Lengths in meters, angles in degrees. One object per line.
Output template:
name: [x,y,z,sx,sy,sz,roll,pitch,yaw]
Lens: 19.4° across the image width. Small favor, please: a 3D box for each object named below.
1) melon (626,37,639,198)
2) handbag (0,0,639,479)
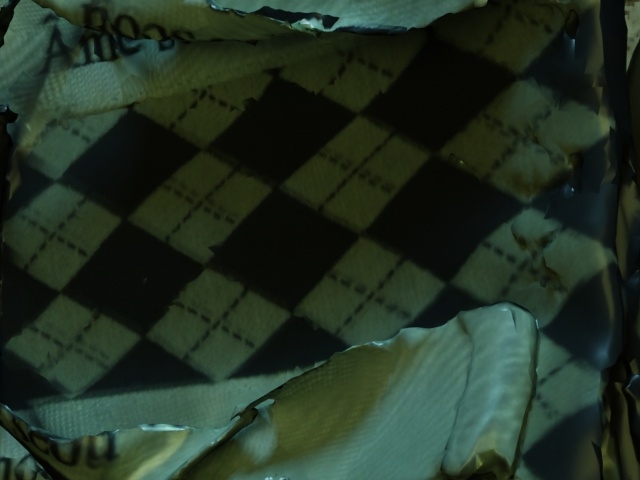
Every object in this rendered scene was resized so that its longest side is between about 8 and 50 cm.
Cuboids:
melon: [0.245,-0.003,0.643,0.317,0.223,0.223,40,85,12]
handbag: [0.000,0.000,0.637,0.316,0.180,0.416,-12,75,44]
